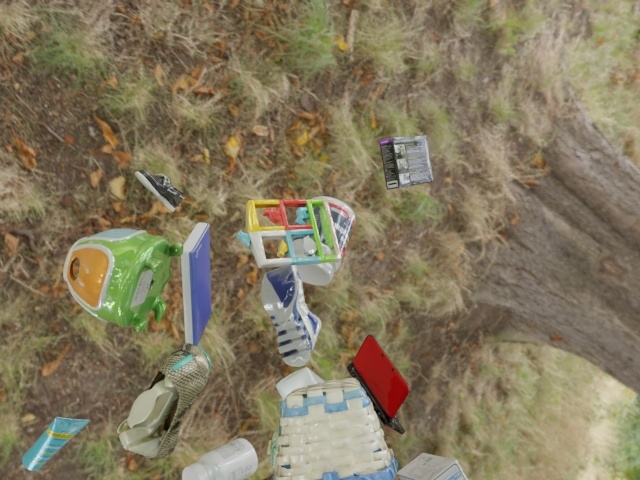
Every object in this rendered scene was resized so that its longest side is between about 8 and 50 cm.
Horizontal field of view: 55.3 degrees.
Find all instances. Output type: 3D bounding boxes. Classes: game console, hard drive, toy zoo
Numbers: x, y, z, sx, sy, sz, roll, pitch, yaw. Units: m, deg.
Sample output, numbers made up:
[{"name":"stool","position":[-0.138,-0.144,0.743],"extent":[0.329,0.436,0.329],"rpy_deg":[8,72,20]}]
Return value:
[{"name":"game console","position":[0.122,0.268,1.136],"extent":[0.085,0.144,0.124],"rpy_deg":[-41,137,5]},{"name":"hard drive","position":[-0.374,0.133,1.861],"extent":[0.040,0.210,0.319],"rpy_deg":[4,115,2]},{"name":"toy zoo","position":[-0.093,-0.023,1.702],"extent":[0.293,0.193,0.030],"rpy_deg":[-2,159,-28]}]

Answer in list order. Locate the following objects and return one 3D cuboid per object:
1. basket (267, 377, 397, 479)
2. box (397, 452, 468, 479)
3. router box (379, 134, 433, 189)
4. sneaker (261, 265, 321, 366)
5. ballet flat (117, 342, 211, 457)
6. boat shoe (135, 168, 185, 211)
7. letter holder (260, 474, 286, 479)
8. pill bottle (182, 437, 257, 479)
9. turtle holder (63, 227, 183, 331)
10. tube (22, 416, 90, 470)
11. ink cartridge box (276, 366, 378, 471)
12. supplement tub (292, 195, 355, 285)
[{"name":"basket","position":[0.022,0.378,0.987],"extent":[0.200,0.289,0.255],"rpy_deg":[-13,169,-1]},{"name":"box","position":[0.311,0.643,1.398],"extent":[0.087,0.169,0.290],"rpy_deg":[-29,89,-23]},{"name":"router box","position":[0.236,-0.213,1.657],"extent":[0.178,0.046,0.133],"rpy_deg":[-13,95,-48]},{"name":"sneaker","position":[-0.086,0.236,1.963],"extent":[0.127,0.316,0.182],"rpy_deg":[-14,176,14]},{"name":"ballet flat","position":[-0.447,0.464,1.642],"extent":[0.182,0.164,0.483],"rpy_deg":[-25,153,-51]},{"name":"boat shoe","position":[-0.256,-0.087,0.990],"extent":[0.038,0.046,0.125],"rpy_deg":[-46,154,-8]},{"name":"letter holder","position":[-0.088,0.726,1.473],"extent":[0.152,0.302,0.214],"rpy_deg":[-29,163,17]},{"name":"pill bottle","position":[-0.331,0.750,2.008],"extent":[0.229,0.131,0.131],"rpy_deg":[-10,122,-47]},{"name":"turtle holder","position":[-0.480,0.065,1.519],"extent":[0.227,0.320,0.244],"rpy_deg":[18,124,3]},{"name":"tube","position":[-0.638,0.476,1.459],"extent":[0.080,0.052,0.207],"rpy_deg":[19,125,-45]},{"name":"ink cartridge box","position":[0.052,0.499,1.416],"extent":[0.091,0.385,0.308],"rpy_deg":[-30,156,-1]},{"name":"supplement tub","position":[0.000,0.000,2.147],"extent":[0.191,0.191,0.272],"rpy_deg":[50,51,-43]}]
